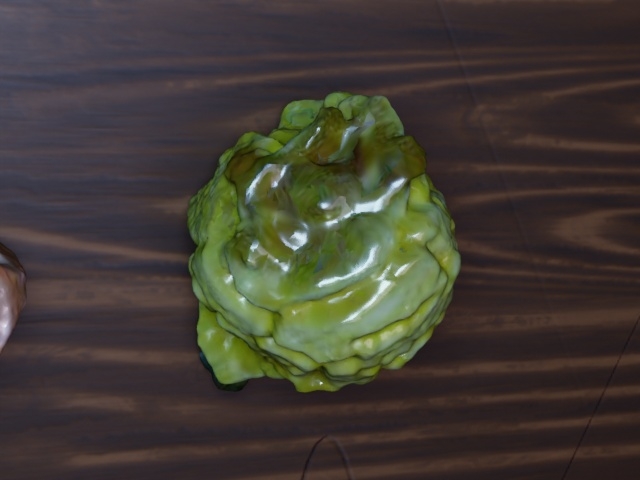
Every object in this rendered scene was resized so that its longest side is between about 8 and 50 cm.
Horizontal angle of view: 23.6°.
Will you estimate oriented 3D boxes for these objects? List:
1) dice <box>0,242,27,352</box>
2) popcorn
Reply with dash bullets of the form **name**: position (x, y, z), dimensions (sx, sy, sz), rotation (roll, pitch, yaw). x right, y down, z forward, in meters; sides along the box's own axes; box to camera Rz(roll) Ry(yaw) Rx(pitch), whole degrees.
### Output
- **dice**: position (-0.372, 0.045, 1.306), dimensions (0.175, 0.179, 0.174), rotation (33, 91, -33)
- **popcorn**: position (-0.001, -0.003, 1.413), dimensions (0.293, 0.293, 0.237), rotation (-45, 153, -4)
